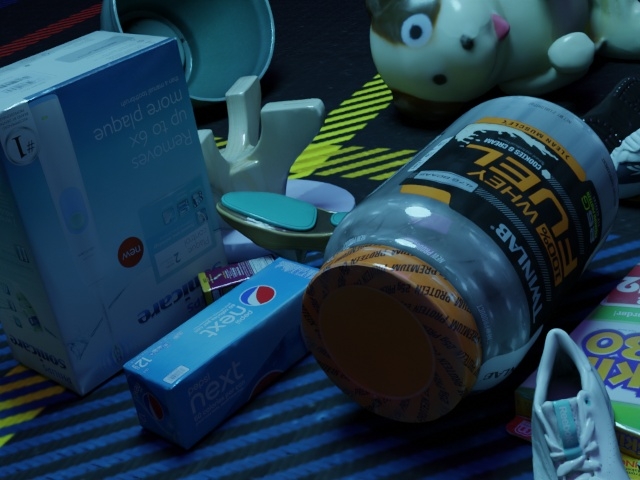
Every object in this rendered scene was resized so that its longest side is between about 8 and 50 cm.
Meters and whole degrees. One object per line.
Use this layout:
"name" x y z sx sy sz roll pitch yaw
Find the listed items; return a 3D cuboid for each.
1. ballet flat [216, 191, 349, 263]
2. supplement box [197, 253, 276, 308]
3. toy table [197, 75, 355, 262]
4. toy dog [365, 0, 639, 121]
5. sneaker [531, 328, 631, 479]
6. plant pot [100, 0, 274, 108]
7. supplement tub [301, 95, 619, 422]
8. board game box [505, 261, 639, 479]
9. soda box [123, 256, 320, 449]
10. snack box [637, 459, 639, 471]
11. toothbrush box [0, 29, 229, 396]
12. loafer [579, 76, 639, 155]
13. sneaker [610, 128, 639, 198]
"ballet flat" 0.000 0.000 0.995 0.232 0.073 0.080 8 27 8
"supplement box" -0.080 0.055 0.971 0.083 0.055 0.043 -15 28 -10
"toy table" -0.102 -0.085 1.130 0.274 0.161 0.252 -8 28 6
"toy dog" 0.250 -0.351 1.390 0.408 0.285 0.395 -32 35 -33
"sneaker" 0.174 0.153 0.636 0.080 0.094 0.212 -14 37 13
"plant pot" -0.253 -0.350 1.591 0.293 0.293 0.196 -32 9 -35
"supplement tub" 0.131 0.010 0.838 0.193 0.194 0.316 10 34 33
"board game box" 0.275 0.101 0.794 0.124 0.039 0.259 15 39 40
"soda box" -0.077 0.099 0.869 0.067 0.071 0.210 16 37 39
"snack box" 0.346 0.145 0.601 0.174 0.070 0.207 -44 38 -19
"toothbrush box" -0.228 -0.033 0.928 0.126 0.296 0.216 16 37 38
"loafer" 0.341 -0.117 1.151 0.220 0.078 0.080 -37 80 -29
"sneaker" 0.416 -0.060 0.985 0.235 0.094 0.153 -26 60 36
